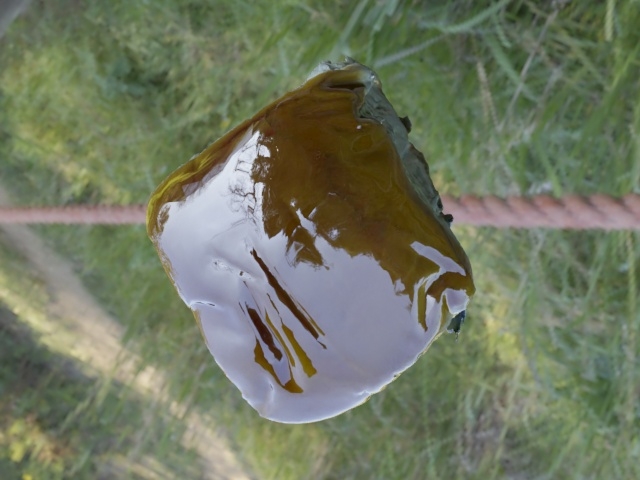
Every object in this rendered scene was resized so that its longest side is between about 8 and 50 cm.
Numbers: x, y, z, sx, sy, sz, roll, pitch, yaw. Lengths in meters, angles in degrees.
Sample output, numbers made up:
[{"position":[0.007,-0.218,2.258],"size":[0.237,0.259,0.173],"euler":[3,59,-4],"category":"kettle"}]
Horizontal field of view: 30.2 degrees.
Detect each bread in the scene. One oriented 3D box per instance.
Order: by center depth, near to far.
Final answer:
[{"position":[0.000,0.000,1.049],"size":[0.279,0.250,0.225],"euler":[57,-162,6],"category":"bread"}]
